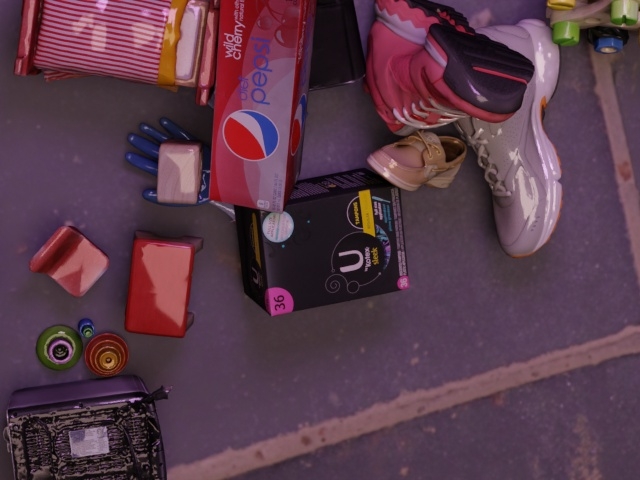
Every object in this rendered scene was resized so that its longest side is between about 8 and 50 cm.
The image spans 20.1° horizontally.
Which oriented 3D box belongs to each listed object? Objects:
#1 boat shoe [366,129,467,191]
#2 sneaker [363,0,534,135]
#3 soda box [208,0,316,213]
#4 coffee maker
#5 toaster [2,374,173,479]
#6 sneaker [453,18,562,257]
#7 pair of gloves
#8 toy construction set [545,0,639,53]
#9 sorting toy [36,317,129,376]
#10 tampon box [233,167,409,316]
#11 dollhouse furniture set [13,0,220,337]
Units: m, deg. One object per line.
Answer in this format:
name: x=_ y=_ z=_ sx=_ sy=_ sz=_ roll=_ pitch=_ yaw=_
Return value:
boat shoe: x=0.107 y=-0.093 z=1.954 sx=0.063 sy=0.170 sz=0.059 roll=42 pitch=110 yaw=19
sneaker: x=0.123 y=-0.159 z=1.874 sx=0.116 sy=0.314 sz=0.136 roll=14 pitch=107 yaw=-21
soda box: x=-0.058 y=-0.163 z=1.836 sx=0.083 sy=0.092 sz=0.263 roll=11 pitch=123 yaw=8
coffee maker: x=0.000 y=-0.253 z=1.891 sx=0.171 sy=0.120 sz=0.178 roll=0 pitch=119 yaw=17
toaster: x=-0.247 y=0.238 z=1.963 sx=0.185 sy=0.110 sz=0.168 roll=-8 pitch=102 yaw=-10
sneaker: x=0.191 y=-0.111 z=1.985 sx=0.121 sy=0.099 sz=0.263 roll=-4 pitch=93 yaw=-30
pair of gloves: x=-0.115 y=-0.114 z=1.973 sx=0.159 sy=0.023 sz=0.198 roll=32 pitch=91 yaw=-13
toy construction set: x=0.379 y=-0.255 z=1.938 sx=0.327 sy=0.215 sz=0.151 roll=21 pitch=75 yaw=-9
sorting toy: x=-0.258 y=0.119 z=1.975 sx=0.102 sy=0.042 sz=0.061 roll=6 pitch=99 yaw=-12
tampon box: x=0.000 y=0.000 z=1.962 sx=0.161 sy=0.101 sz=0.120 roll=-12 pitch=106 yaw=-17
dollhouse furniture set: x=-0.214 y=-0.090 z=1.870 sx=0.201 sy=0.152 sz=0.374 roll=6 pitch=97 yaw=-2
